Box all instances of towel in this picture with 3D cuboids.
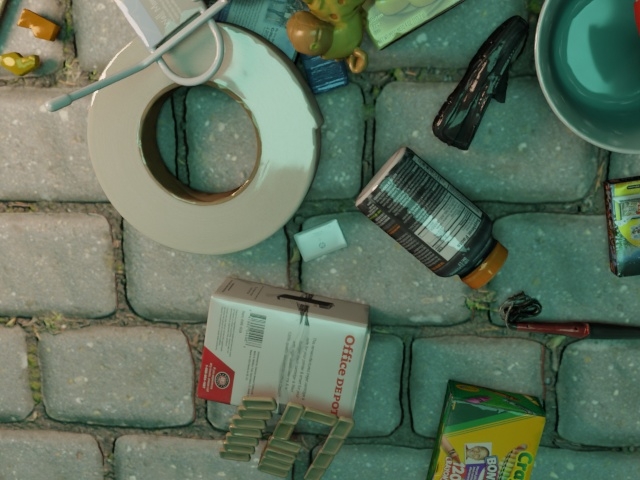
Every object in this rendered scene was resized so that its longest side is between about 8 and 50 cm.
[{"bbox_3d":[0.002,-0.301,1.133,0.067,0.029,0.119,-16,115,4],"label":"towel"}]

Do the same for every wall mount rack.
[{"bbox_3d":[-0.314,-0.359,1.022,0.304,0.130,0.350,-34,89,12],"label":"wall mount rack"}]

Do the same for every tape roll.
[{"bbox_3d":[-0.190,-0.166,1.162,0.392,0.072,0.392,3,108,8],"label":"tape roll"}]

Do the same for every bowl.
[{"bbox_3d":[0.458,-0.290,1.028,0.312,0.163,0.311,1,103,5],"label":"bowl"}]

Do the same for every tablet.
[{"bbox_3d":[0.000,0.000,1.229,0.083,0.006,0.054,-21,101,11],"label":"tablet"}]

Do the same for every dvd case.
[{"bbox_3d":[-0.145,-0.370,1.146,0.253,0.022,0.180,22,104,1],"label":"dvd case"}]

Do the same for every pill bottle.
[{"bbox_3d":[0.187,-0.028,1.139,0.246,0.130,0.130,40,104,-5],"label":"pill bottle"}]

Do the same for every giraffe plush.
[{"bbox_3d":[0.010,-0.340,1.008,0.210,0.181,0.170,2,133,-10],"label":"giraffe plush"}]

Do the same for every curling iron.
[{"bbox_3d":[0.446,0.142,1.201,0.274,0.035,0.068,11,105,4],"label":"curling iron"}]

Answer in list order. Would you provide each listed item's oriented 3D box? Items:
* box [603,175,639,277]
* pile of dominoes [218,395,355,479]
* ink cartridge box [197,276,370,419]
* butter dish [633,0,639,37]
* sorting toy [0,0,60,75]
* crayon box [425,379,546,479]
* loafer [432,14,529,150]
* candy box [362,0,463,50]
[{"bbox_3d":[0.591,-0.034,1.137,0.233,0.044,0.159,-8,103,8],"label":"box"},{"bbox_3d":[-0.065,0.342,1.240,0.196,0.040,0.251,18,134,-4],"label":"pile of dominoes"},{"bbox_3d":[-0.060,0.195,1.227,0.273,0.114,0.197,11,105,4],"label":"ink cartridge box"},{"bbox_3d":[0.502,-0.257,0.888,0.118,0.160,0.159,-22,101,-13],"label":"butter dish"},{"bbox_3d":[-0.608,-0.369,1.191,0.307,0.041,0.229,28,101,-1],"label":"sorting toy"},{"bbox_3d":[0.286,0.405,1.259,0.165,0.081,0.278,10,104,4],"label":"crayon box"},{"bbox_3d":[0.263,-0.247,1.108,0.078,0.076,0.223,29,110,-7],"label":"loafer"},{"bbox_3d":[0.091,-0.473,1.060,0.183,0.087,0.316,-29,100,13],"label":"candy box"}]
